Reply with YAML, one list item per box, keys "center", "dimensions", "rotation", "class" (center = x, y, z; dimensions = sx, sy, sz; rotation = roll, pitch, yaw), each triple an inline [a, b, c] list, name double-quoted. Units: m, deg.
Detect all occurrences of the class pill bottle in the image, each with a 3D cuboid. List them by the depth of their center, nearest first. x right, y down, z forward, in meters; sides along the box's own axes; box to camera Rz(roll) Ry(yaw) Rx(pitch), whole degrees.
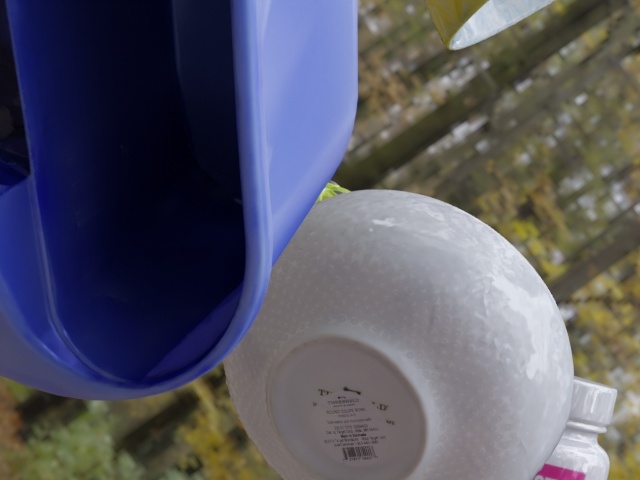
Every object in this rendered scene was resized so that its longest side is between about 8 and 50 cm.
- center: [0.211, 0.275, 1.728]
  dimensions: [0.160, 0.283, 0.160]
  rotation: [14, 0, 0]
  class: "pill bottle"

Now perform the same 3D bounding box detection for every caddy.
- center: [-0.118, -0.089, 0.692]
  dimensions: [0.241, 0.179, 0.341]
  rotation: [14, -52, 21]
  class: "caddy"

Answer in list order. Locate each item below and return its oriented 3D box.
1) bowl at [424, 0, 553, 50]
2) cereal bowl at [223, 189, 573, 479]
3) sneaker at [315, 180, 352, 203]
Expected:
- center: [0.173, -0.284, 1.213]
  dimensions: [0.156, 0.289, 0.289]
  rotation: [58, -8, 3]
  class: "bowl"
- center: [0.052, 0.129, 1.515]
  dimensions: [0.339, 0.339, 0.141]
  rotation: [56, 33, -4]
  class: "cereal bowl"
- center: [0.000, 0.000, 1.775]
  dimensions: [0.295, 0.123, 0.109]
  rotation: [27, 11, 41]
  class: "sneaker"
